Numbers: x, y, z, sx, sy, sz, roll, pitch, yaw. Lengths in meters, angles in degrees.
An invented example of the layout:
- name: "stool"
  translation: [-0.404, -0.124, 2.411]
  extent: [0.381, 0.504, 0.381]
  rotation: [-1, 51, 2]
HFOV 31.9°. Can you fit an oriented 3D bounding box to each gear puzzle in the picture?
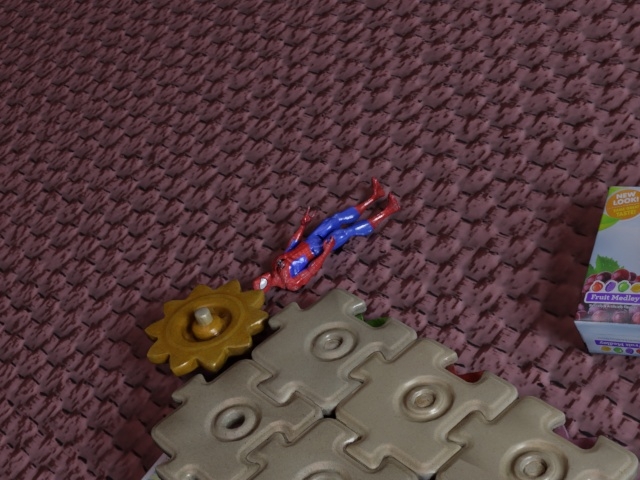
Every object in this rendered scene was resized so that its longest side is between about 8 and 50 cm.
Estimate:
- name: "gear puzzle"
  translation: [0.000, 0.113, 0.656]
  extent: [0.175, 0.044, 0.339]
  rotation: [-37, 42, -25]

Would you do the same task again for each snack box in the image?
- name: "snack box"
  translation: [0.223, 0.018, 0.624]
  extent: [0.141, 0.037, 0.100]
  rotation: [2, 52, 31]

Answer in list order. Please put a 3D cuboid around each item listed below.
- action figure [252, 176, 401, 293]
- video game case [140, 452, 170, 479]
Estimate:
- name: "action figure"
  translation: [0.000, 0.000, 0.776]
  extent: [0.115, 0.030, 0.038]
  rotation: [-39, 49, -4]
- name: "video game case"
  translation: [-0.082, 0.199, 0.651]
  extent: [0.143, 0.019, 0.157]
  rotation: [24, 67, 42]
